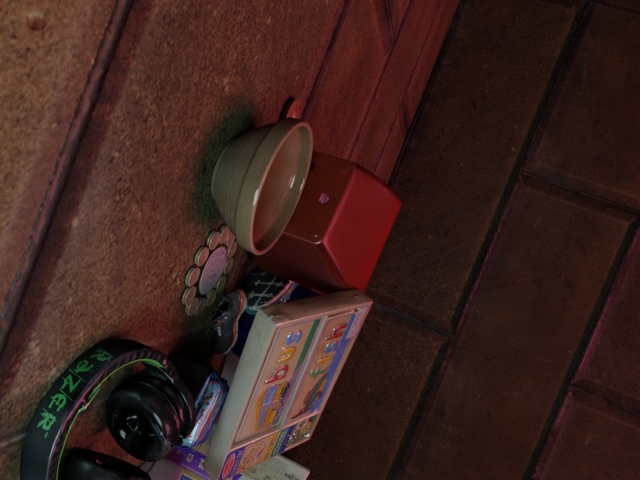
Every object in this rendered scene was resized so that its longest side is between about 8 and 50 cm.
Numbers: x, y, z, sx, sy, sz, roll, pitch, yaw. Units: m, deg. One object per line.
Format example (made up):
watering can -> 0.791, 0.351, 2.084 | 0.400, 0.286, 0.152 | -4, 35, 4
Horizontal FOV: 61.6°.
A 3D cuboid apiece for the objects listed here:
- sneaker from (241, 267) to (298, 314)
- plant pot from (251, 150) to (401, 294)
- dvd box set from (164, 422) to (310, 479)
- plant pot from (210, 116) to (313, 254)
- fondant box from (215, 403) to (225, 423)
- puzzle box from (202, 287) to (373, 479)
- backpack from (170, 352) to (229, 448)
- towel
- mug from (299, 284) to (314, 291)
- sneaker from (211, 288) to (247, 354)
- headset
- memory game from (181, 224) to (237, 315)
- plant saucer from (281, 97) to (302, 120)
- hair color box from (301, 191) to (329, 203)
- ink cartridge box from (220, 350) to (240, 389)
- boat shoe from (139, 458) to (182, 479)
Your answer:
sneaker -> -0.104, 0.117, 1.302 | 0.275, 0.107, 0.110 | -44, 138, -63
plant pot -> -0.013, -0.054, 1.133 | 0.267, 0.267, 0.236 | -66, 157, -13
dvd box set -> -0.247, 0.618, 1.122 | 0.062, 0.308, 0.420 | 97, 18, -60
plant pot -> -0.108, -0.103, 0.906 | 0.237, 0.110, 0.237 | 23, 90, -80
fondant box -> -0.199, 0.461, 1.598 | 0.330, 0.096, 0.238 | -48, 158, -63
puzzle box -> -0.066, 0.289, 1.084 | 0.272, 0.052, 0.408 | -6, 125, -45
backpack -> -0.247, 0.312, 1.029 | 0.173, 0.117, 0.158 | 89, 26, -70
towel -> -0.081, 0.215, 1.339 | 0.308, 0.228, 0.076 | -49, 158, -62
mug -> -0.093, 0.217, 1.690 | 0.113, 0.150, 0.169 | 1, 111, -39
sneaker -> -0.211, 0.173, 1.139 | 0.065, 0.061, 0.157 | 0, 113, -49
headset -> -0.262, 0.320, 0.790 | 0.394, 0.185, 0.243 | 82, 30, -46
memory game -> -0.205, 0.056, 1.003 | 0.186, 0.012, 0.186 | 22, 90, -78
plant saucer -> -0.062, -0.250, 1.088 | 0.083, 0.015, 0.083 | 23, 90, -79
hair color box -> -0.024, -0.098, 1.469 | 0.093, 0.053, 0.167 | 99, 18, -51
ink cartridge box -> -0.167, 0.285, 1.417 | 0.218, 0.092, 0.158 | -42, 153, -63
boat shoe -> -0.347, 0.502, 0.970 | 0.301, 0.108, 0.102 | -11, 121, -85
